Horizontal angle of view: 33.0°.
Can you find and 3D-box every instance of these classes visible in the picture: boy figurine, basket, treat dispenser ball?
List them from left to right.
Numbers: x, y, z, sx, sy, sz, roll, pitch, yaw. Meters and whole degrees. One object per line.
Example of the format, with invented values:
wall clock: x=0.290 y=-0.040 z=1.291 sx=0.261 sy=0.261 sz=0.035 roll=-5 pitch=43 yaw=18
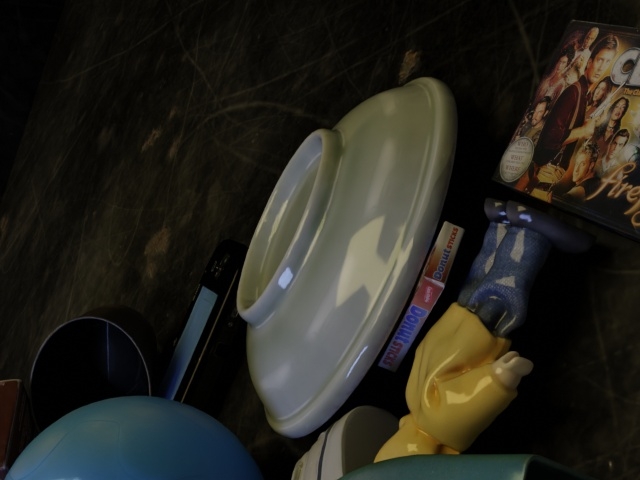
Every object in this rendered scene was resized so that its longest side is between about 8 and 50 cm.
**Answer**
basket: x=-0.297 y=0.177 z=1.479 sx=0.227 sy=0.154 sz=0.205 roll=-107 pitch=17 yaw=-80
treat dispenser ball: x=-0.187 y=0.303 z=1.095 sx=0.288 sy=0.288 sz=0.288 roll=-41 pitch=36 yaw=39
boy figurine: x=0.128 y=0.107 z=0.893 sx=0.177 sy=0.092 sz=0.285 roll=-166 pitch=98 yaw=-79

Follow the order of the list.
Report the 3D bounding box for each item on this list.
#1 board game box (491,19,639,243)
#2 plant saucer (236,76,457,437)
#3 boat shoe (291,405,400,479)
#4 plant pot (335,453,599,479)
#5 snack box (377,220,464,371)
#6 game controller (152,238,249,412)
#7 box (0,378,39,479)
board game box: x=0.253 y=-0.090 z=0.890 sx=0.165 sy=0.042 sz=0.243 roll=-64 pitch=27 yaw=4
plant saucer: x=0.000 y=0.000 z=1.120 sx=0.401 sy=0.100 sz=0.400 roll=-60 pitch=15 yaw=28
boat shoe: x=-0.003 y=0.324 z=0.916 sx=0.156 sy=0.135 sz=0.367 roll=-41 pitch=33 yaw=39
plant pot: x=0.100 y=0.241 z=0.748 sx=0.234 sy=0.165 sz=0.166 roll=-9 pitch=61 yaw=55
snack box: x=0.091 y=0.056 z=0.995 sx=0.178 sy=0.022 sz=0.064 roll=109 pitch=-175 yaw=-57
game controller: x=-0.168 y=0.150 z=1.428 sx=0.166 sy=0.067 sz=0.319 roll=18 pitch=84 yaw=63
box: x=-0.455 y=0.347 z=1.447 sx=0.381 sy=0.191 sz=0.143 roll=88 pitch=179 yaw=-46
